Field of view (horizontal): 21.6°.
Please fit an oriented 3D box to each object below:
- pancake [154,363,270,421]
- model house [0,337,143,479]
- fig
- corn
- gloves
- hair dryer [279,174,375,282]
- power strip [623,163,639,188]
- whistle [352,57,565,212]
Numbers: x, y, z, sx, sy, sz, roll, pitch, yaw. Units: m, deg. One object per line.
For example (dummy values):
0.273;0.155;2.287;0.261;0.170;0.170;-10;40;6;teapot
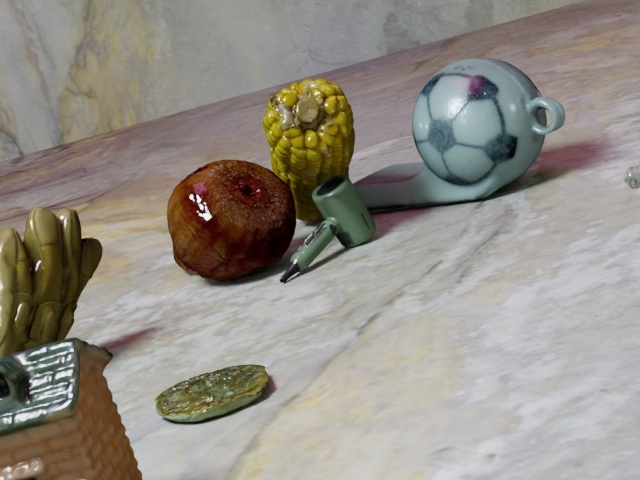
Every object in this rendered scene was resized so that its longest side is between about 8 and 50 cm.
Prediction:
-0.091;0.128;1.406;0.108;0.017;0.108;-18;15;5;pancake
-0.236;0.141;1.174;0.182;0.172;0.166;-13;11;12;model house
-0.125;0.000;1.855;0.146;0.134;0.201;6;-32;-40;fig
-0.011;-0.099;1.892;0.102;0.102;0.313;-17;-13;-4;corn
-0.334;0.097;1.588;0.331;0.141;0.154;-33;-8;-24;gloves
0.000;0.000;1.789;0.047;0.071;0.150;-10;30;45;hair dryer
0.438;-0.089;1.486;0.338;0.098;0.058;-14;12;11;power strip
0.151;-0.126;1.898;0.289;0.164;0.163;-6;16;40;whistle
